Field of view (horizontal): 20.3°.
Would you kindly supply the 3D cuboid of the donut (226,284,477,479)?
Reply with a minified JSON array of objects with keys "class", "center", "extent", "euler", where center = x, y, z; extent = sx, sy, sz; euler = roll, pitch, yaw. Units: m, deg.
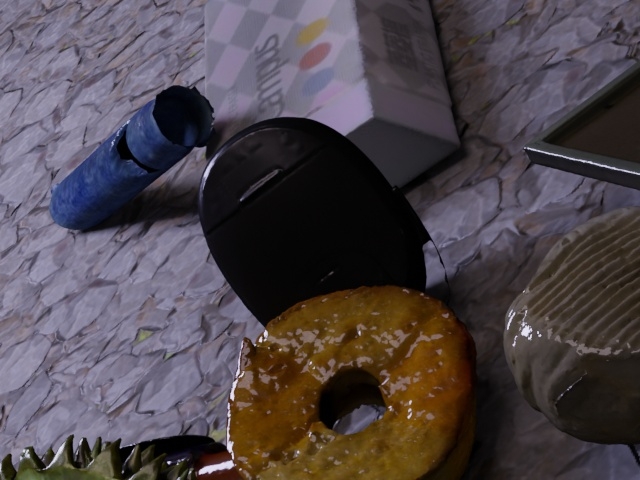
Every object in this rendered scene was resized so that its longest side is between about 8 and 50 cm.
[{"class":"donut","center":[0.026,0.123,1.193],"extent":[0.174,0.074,0.190],"euler":[-13,44,3]}]

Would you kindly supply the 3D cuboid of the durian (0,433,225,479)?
[{"class":"durian","center":[-0.092,0.240,1.071],"extent":[0.394,0.163,0.198],"euler":[30,76,31]}]

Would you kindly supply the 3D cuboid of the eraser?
[{"class":"eraser","center":[0.000,-0.156,1.614],"extent":[0.213,0.082,0.397],"euler":[-33,30,17]}]

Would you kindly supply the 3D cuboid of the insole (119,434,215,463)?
[{"class":"insole","center":[-0.165,0.176,1.383],"extent":[0.232,0.080,0.003],"euler":[-22,67,41]}]

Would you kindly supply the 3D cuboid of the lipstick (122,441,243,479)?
[{"class":"lipstick","center":[-0.147,0.199,1.316],"extent":[0.300,0.081,0.081],"euler":[-16,38,35]}]

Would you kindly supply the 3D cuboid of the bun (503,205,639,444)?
[{"class":"bun","center":[0.196,0.061,1.071],"extent":[0.173,0.113,0.166],"euler":[-12,33,-1]}]

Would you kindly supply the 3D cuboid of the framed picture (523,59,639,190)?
[{"class":"framed picture","center":[0.323,-0.125,1.194],"extent":[0.324,0.020,0.240],"euler":[-37,27,-21]}]

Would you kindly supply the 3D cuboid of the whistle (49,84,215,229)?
[{"class":"whistle","center":[-0.180,-0.070,1.660],"extent":[0.062,0.062,0.304],"euler":[-58,14,-27]}]

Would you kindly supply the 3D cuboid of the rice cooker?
[{"class":"rice cooker","center":[0.001,0.001,1.305],"extent":[0.142,0.203,0.118],"euler":[-34,8,11]}]
